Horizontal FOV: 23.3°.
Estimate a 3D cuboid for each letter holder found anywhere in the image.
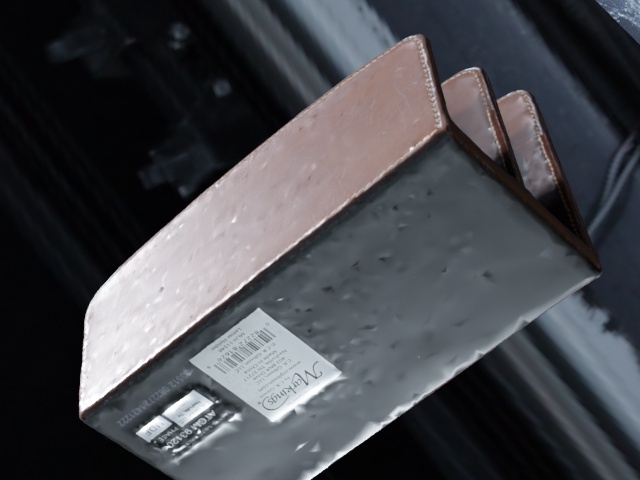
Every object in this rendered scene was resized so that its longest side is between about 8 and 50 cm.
[{"bbox_3d":[0.000,0.000,1.020,0.302,0.214,0.152,-38,-57,22],"label":"letter holder"}]

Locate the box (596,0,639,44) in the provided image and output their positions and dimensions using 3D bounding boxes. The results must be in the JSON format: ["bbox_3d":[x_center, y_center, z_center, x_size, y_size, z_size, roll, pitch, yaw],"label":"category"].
[{"bbox_3d":[0.256,-0.163,0.939,0.156,0.093,0.158,38,-12,-30],"label":"box"}]
